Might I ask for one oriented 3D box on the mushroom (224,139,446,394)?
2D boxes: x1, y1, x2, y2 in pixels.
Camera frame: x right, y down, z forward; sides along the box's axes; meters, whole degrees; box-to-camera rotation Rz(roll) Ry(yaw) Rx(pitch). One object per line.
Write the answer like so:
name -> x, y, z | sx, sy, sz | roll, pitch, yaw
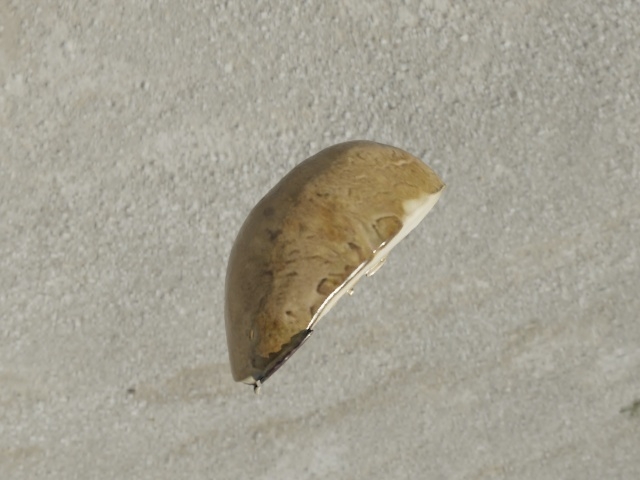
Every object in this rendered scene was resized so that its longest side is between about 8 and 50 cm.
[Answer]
mushroom -> -0.001, 0.000, 0.588 | 0.210, 0.094, 0.072 | -42, 166, -22
